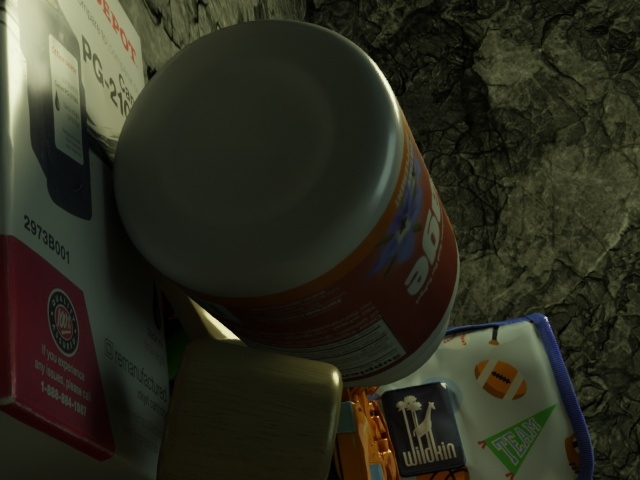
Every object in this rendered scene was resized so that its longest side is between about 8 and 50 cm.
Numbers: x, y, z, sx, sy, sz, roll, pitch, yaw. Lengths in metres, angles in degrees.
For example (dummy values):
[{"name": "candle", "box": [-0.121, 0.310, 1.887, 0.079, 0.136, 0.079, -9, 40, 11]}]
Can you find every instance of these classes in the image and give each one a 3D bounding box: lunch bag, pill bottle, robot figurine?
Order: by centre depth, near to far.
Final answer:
[{"name": "pill bottle", "box": [0.000, 0.000, 0.509, 0.216, 0.121, 0.121, 53, 26, -63]}, {"name": "robot figurine", "box": [0.035, 0.228, 0.873, 0.211, 0.085, 0.290, 42, 36, -79]}, {"name": "lunch bag", "box": [0.116, 0.288, 1.108, 0.239, 0.328, 0.385, -140, -141, -84]}]

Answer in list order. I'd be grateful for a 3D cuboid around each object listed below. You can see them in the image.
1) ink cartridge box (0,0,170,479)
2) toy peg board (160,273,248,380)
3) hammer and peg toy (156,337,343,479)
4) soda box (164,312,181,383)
[{"name": "ink cartridge box", "box": [-0.136, -0.022, 0.433, 0.172, 0.100, 0.237, 67, 13, -67]}, {"name": "toy peg board", "box": [-0.083, 0.033, 0.747, 0.161, 0.079, 0.160, 12, 39, -55]}, {"name": "hammer and peg toy", "box": [-0.016, 0.214, 0.470, 0.266, 0.127, 0.361, -56, 156, -82]}, {"name": "soda box", "box": [-0.091, 0.093, 0.868, 0.169, 0.053, 0.060, 70, 11, -53]}]
